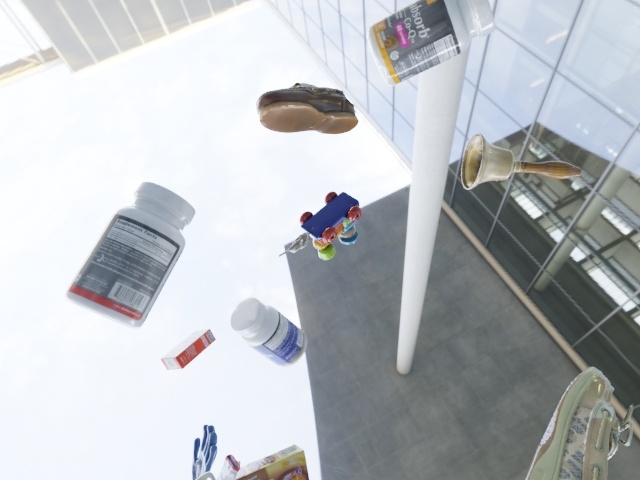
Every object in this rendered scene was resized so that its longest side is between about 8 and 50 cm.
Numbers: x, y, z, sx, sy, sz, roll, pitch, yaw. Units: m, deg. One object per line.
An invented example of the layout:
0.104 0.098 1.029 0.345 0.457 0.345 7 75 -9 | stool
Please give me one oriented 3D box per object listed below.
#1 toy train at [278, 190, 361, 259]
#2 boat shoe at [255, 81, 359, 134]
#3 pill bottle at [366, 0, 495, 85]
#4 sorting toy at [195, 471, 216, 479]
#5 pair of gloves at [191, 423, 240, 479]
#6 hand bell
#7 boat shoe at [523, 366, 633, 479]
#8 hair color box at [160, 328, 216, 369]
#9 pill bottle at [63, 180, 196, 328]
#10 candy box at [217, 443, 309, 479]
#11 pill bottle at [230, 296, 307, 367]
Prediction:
0.000 0.000 1.097 0.248 0.143 0.105 -41 -126 -19 | toy train
-0.024 -0.216 0.697 0.073 0.207 0.073 -28 -102 40 | boat shoe
0.268 -0.514 1.069 0.279 0.162 0.162 -20 -125 22 | pill bottle
-0.166 0.372 0.606 0.083 0.044 0.075 38 -114 15 | sorting toy
-0.189 0.424 0.754 0.198 0.023 0.159 14 -91 56 | pair of gloves
0.453 -0.162 0.959 0.242 0.126 0.126 6 -121 -2 | hand bell
0.322 0.271 0.536 0.089 0.104 0.285 23 -138 35 | boat shoe
-0.454 0.375 1.495 0.093 0.053 0.167 -16 -164 37 | hair color box
-0.499 0.037 1.175 0.211 0.210 0.362 17 -110 18 | pill bottle
-0.116 0.529 0.926 0.187 0.053 0.109 -8 -93 -32 | candy box
-0.175 0.312 1.476 0.153 0.264 0.153 -24 -139 22 | pill bottle
